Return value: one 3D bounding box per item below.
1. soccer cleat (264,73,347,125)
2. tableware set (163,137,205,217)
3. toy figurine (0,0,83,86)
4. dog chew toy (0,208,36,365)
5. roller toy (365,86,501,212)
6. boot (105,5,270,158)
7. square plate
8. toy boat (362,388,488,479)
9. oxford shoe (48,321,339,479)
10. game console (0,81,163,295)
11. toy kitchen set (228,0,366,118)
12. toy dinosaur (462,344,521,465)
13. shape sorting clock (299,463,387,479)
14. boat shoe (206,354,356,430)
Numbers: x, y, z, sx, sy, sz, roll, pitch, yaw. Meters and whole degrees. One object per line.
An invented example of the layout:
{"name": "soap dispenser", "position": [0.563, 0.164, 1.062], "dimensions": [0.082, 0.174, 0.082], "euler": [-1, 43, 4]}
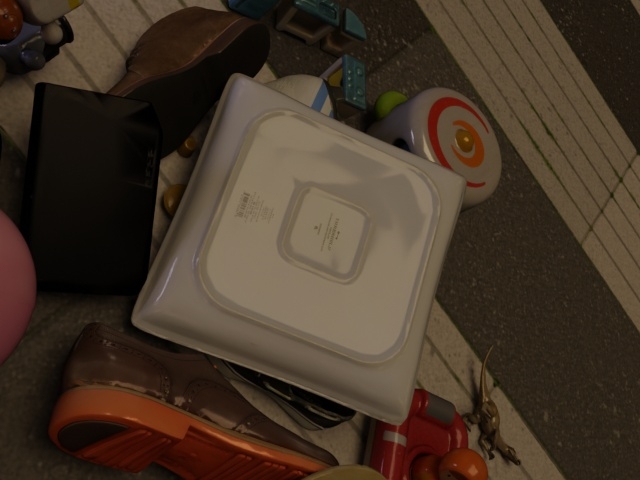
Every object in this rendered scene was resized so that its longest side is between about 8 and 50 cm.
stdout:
{"name": "soccer cleat", "position": [-0.026, -0.060, 1.011], "dimensions": [0.143, 0.116, 0.331], "euler": [-7, 78, -18]}
{"name": "tableware set", "position": [-0.151, -0.055, 0.953], "dimensions": [0.104, 0.024, 0.154], "euler": [1, 73, -35]}
{"name": "toy figurine", "position": [-0.346, -0.263, 0.755], "dimensions": [0.148, 0.213, 0.209], "euler": [-45, 105, -31]}
{"name": "dog chew toy", "position": [-0.354, 0.118, 0.611], "dimensions": [0.207, 0.207, 0.331], "euler": [16, 74, -34]}
{"name": "roller toy", "position": [0.175, -0.126, 1.157], "dimensions": [0.209, 0.146, 0.191], "euler": [27, 58, -29]}
{"name": "boot", "position": [-0.202, -0.190, 0.934], "dimensions": [0.115, 0.112, 0.305], "euler": [31, 57, 22]}
{"name": "square plate", "position": [0.000, 0.000, 0.911], "dimensions": [0.344, 0.049, 0.347], "euler": [23, 68, -13]}
{"name": "toy boat", "position": [0.145, 0.298, 0.960], "dimensions": [0.151, 0.151, 0.231], "euler": [28, 57, -27]}
{"name": "oxford shoe", "position": [-0.106, 0.192, 0.823], "dimensions": [0.364, 0.130, 0.132], "euler": [33, 37, -35]}
{"name": "game console", "position": [-0.339, -0.058, 0.751], "dimensions": [0.362, 0.044, 0.213], "euler": [5, 91, -29]}
{"name": "toy kitchen set", "position": [-0.015, -0.289, 1.086], "dimensions": [0.207, 0.122, 0.166], "euler": [16, 63, -33]}
{"name": "toy dinosaur", "position": [0.247, 0.256, 1.138], "dimensions": [0.093, 0.053, 0.183], "euler": [-14, 89, -57]}
{"name": "shape sorting clock", "position": [-0.006, 0.330, 0.835], "dimensions": [0.206, 0.040, 0.206], "euler": [-15, 119, -29]}
{"name": "boat shoe", "position": [-0.047, 0.151, 0.919], "dimensions": [0.219, 0.070, 0.077], "euler": [39, 53, -20]}
